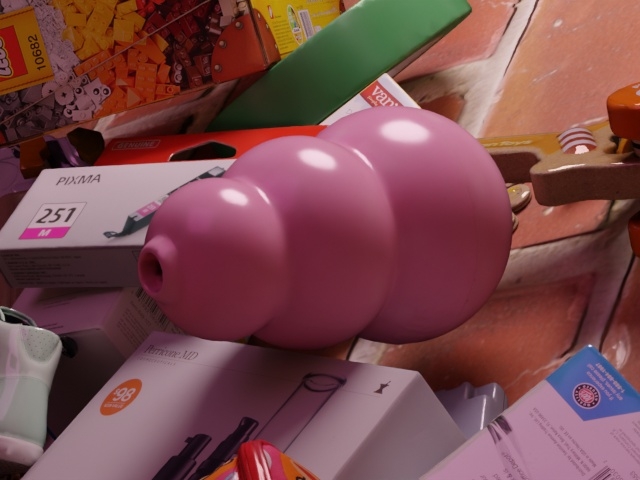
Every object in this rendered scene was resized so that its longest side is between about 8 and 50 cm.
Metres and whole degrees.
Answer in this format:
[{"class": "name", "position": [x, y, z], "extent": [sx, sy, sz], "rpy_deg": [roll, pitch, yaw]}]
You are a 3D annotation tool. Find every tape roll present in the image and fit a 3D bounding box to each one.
[{"class": "tape roll", "position": [0.020, -0.185, 1.825], "extent": [0.321, 0.077, 0.321], "rpy_deg": [-37, 1, 0]}]

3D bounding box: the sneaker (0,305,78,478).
[{"class": "sneaker", "position": [-0.318, 0.145, 1.580], "extent": [0.256, 0.094, 0.151], "rpy_deg": [-12, 60, 53]}]

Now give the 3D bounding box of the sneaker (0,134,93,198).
[{"class": "sneaker", "position": [-0.435, -0.039, 2.189], "extent": [0.366, 0.137, 0.210], "rpy_deg": [6, 45, 48]}]

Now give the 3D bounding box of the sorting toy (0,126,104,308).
[{"class": "sorting toy", "position": [-0.287, -0.026, 1.998], "extent": [0.229, 0.041, 0.307], "rpy_deg": [-13, 45, 4]}]

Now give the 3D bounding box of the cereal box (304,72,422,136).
[{"class": "cereal box", "position": [0.028, -0.033, 1.635], "extent": [0.240, 0.047, 0.173], "rpy_deg": [-38, 61, -5]}]

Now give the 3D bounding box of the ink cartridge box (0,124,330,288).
[{"class": "ink cartridge box", "position": [-0.154, -0.052, 1.615], "extent": [0.275, 0.060, 0.239], "rpy_deg": [-2, 42, 28]}]

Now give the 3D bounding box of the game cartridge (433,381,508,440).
[{"class": "game cartridge", "position": [0.013, 0.232, 1.346], "extent": [0.297, 0.062, 0.198], "rpy_deg": [-22, 35, 25]}]

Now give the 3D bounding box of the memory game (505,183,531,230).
[{"class": "memory game", "position": [0.128, -0.019, 1.652], "extent": [0.186, 0.012, 0.186], "rpy_deg": [-28, 29, 17]}]

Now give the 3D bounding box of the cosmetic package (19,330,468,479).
[{"class": "cosmetic package", "position": [-0.101, 0.217, 1.346], "extent": [0.377, 0.097, 0.284], "rpy_deg": [3, 44, 51]}]

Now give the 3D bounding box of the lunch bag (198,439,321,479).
[{"class": "lunch bag", "position": [0.012, 0.287, 0.998], "extent": [0.120, 0.293, 0.258], "rpy_deg": [-33, 31, 8]}]

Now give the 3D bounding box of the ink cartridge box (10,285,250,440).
[{"class": "ink cartridge box", "position": [-0.190, 0.079, 1.686], "extent": [0.168, 0.171, 0.232], "rpy_deg": [-13, 34, 35]}]

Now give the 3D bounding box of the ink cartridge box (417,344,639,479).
[{"class": "ink cartridge box", "position": [0.165, 0.189, 1.157], "extent": [0.191, 0.082, 0.139], "rpy_deg": [-39, 52, -2]}]

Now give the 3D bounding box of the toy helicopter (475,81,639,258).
[{"class": "toy helicopter", "position": [0.229, -0.085, 1.495], "extent": [0.355, 0.140, 0.235], "rpy_deg": [-2, 22, 33]}]

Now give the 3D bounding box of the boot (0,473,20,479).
[{"class": "boot", "position": [-0.325, 0.191, 1.749], "extent": [0.262, 0.095, 0.203], "rpy_deg": [-33, 27, 10]}]

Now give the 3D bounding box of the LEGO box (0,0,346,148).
[{"class": "LEGO box", "position": [-0.201, -0.258, 1.932], "extent": [0.372, 0.193, 0.500], "rpy_deg": [-15, 6, 13]}]

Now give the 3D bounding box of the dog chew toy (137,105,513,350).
[{"class": "dog chew toy", "position": [0.000, 0.000, 1.366], "extent": [0.332, 0.206, 0.206], "rpy_deg": [-12, 10, -37]}]
